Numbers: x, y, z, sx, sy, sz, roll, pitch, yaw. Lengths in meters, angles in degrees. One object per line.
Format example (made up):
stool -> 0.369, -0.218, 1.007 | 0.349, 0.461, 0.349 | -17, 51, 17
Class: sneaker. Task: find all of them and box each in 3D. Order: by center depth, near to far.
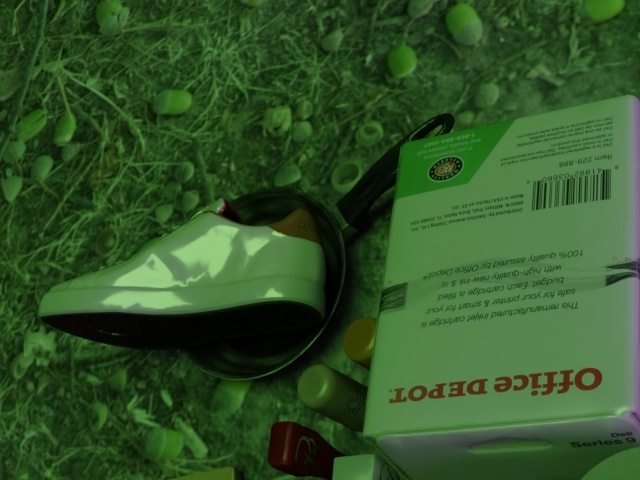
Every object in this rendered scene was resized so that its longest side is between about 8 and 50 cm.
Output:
sneaker -> -0.127, 0.030, 1.162 | 0.290, 0.106, 0.123 | -6, 63, 19

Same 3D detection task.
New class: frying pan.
frying pan -> -0.021, -0.010, 1.193 | 0.197, 0.053, 0.326 | 32, 86, 38

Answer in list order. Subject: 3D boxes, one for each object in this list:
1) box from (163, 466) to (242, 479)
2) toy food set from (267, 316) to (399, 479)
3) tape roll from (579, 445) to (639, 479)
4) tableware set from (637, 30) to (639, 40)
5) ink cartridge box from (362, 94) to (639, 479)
box -> -0.144, 0.320, 1.129 | 0.164, 0.021, 0.201 | -15, 61, 24
toy food set -> 0.029, 0.193, 1.034 | 0.111, 0.104, 0.232 | -14, 59, 35
tape roll -> 0.239, 0.246, 0.800 | 0.219, 0.072, 0.219 | -27, 58, 54
tableware set -> 0.373, -0.137, 1.030 | 0.128, 0.039, 0.194 | -34, 59, -2
ink cartridge box -> 0.164, 0.047, 0.981 | 0.211, 0.121, 0.289 | -9, 52, 27
